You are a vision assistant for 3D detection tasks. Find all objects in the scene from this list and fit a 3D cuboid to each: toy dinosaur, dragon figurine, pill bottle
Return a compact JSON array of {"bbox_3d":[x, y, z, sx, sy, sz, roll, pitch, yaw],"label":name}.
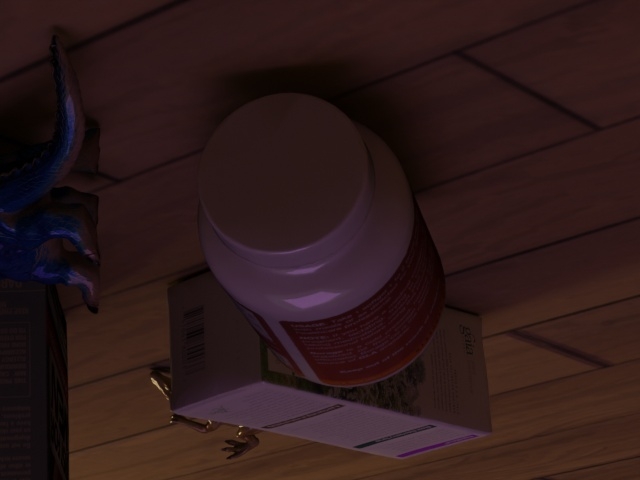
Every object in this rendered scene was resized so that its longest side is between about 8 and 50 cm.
[{"bbox_3d":[-0.053,0.139,1.574,0.183,0.053,0.092,4,157,-18],"label":"toy dinosaur"},{"bbox_3d":[-0.195,-0.016,1.090,0.144,0.085,0.289,-1,161,-7],"label":"dragon figurine"},{"bbox_3d":[0.000,0.000,1.109,0.121,0.121,0.216,-6,159,9],"label":"pill bottle"}]

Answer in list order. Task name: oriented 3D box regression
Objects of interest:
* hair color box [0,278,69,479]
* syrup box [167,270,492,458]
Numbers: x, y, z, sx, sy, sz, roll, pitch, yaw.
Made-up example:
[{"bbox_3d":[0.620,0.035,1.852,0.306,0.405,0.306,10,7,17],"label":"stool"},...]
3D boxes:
[{"bbox_3d":[-0.221,0.203,1.258,0.113,0.374,0.185,-2,160,-3],"label":"hair color box"},{"bbox_3d":[0.010,0.087,1.382,0.096,0.093,0.237,-21,153,40],"label":"syrup box"}]
